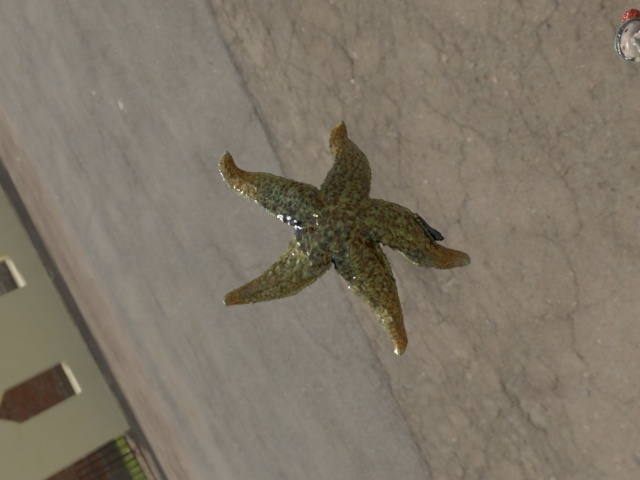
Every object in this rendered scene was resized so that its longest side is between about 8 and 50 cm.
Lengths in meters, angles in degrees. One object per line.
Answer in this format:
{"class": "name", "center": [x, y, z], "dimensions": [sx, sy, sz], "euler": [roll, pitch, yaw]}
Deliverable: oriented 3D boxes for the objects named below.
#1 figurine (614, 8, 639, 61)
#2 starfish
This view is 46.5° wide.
{"class": "figurine", "center": [0.369, -0.228, 0.830], "dimensions": [0.106, 0.047, 0.060], "euler": [-122, 29, -71]}
{"class": "starfish", "center": [0.000, 0.000, 0.573], "dimensions": [0.208, 0.176, 0.053], "euler": [46, 169, 17]}
